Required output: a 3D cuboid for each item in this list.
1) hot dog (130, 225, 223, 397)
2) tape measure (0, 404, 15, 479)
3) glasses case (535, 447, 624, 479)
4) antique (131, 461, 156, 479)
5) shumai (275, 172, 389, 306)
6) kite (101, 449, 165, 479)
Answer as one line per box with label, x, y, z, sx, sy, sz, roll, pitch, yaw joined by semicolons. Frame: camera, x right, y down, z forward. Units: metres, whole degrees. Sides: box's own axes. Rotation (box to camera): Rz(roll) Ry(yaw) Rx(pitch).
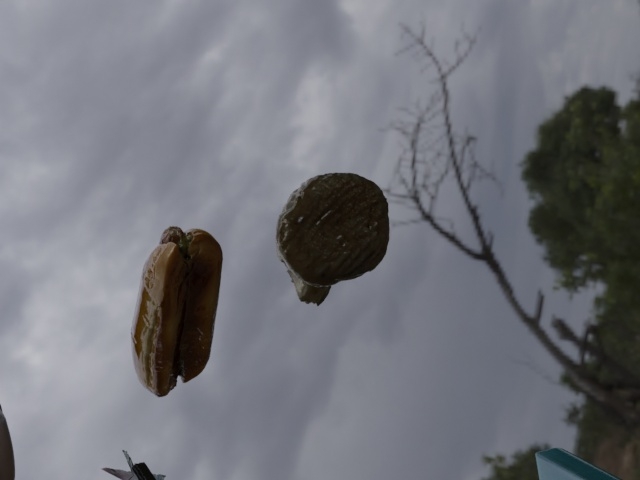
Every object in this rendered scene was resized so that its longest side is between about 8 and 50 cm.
hot dog;-0.162;0.078;1.192;0.100;0.068;0.249;-31;-30;-35
tape measure;-0.444;0.244;1.331;0.120;0.197;0.236;-14;-76;-38
glasses case;0.424;0.401;1.638;0.301;0.070;0.117;-165;65;-72
antique;-0.247;0.437;1.775;0.015;0.192;0.031;-46;-25;11
shumai;0.000;0.000;1.594;0.209;0.161;0.153;-41;2;-37
kite;-0.345;0.424;2.016;0.152;0.137;0.005;69;-150;-43
